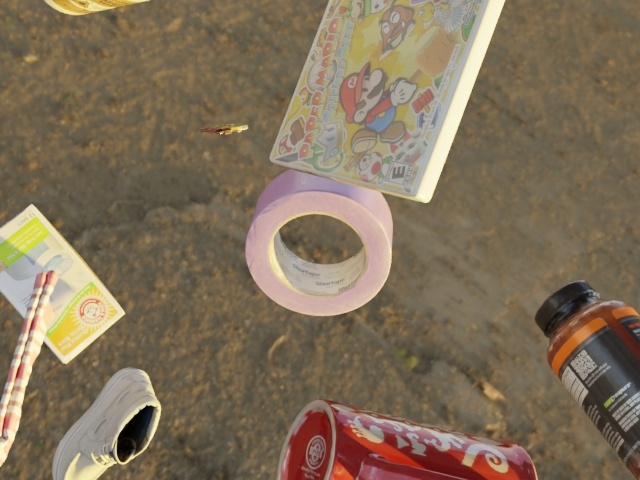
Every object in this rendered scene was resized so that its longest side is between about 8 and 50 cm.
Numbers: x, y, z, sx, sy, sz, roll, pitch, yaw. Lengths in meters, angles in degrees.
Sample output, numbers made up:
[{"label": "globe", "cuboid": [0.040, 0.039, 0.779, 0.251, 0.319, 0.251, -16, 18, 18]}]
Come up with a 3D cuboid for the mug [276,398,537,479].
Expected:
[{"label": "mug", "cuboid": [0.070, 0.174, 0.708, 0.169, 0.150, 0.113, 21, 46, -21]}]

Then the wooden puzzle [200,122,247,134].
[{"label": "wooden puzzle", "cuboid": [-0.140, -0.163, 1.393, 0.049, 0.006, 0.083, -17, 19, -38]}]

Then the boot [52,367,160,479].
[{"label": "boot", "cuboid": [-0.365, 0.346, 1.627, 0.095, 0.258, 0.123, 27, 9, -33]}]

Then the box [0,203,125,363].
[{"label": "box", "cuboid": [-0.385, 0.062, 1.365, 0.203, 0.114, 0.103, 51, -12, -7]}]

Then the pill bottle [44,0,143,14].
[{"label": "pill bottle", "cuboid": [-0.246, -0.355, 1.173, 0.229, 0.131, 0.131, 2, 10, 41]}]

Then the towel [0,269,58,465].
[{"label": "towel", "cuboid": [-0.320, 0.142, 1.037, 0.029, 0.144, 0.197, 15, 65, -13]}]

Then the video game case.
[{"label": "video game case", "cuboid": [0.060, -0.162, 0.924, 0.206, 0.226, 0.026, 18, -4, 45]}]

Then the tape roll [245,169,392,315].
[{"label": "tape roll", "cuboid": [0.000, 0.000, 1.254, 0.189, 0.189, 0.080, 26, 31, -10]}]

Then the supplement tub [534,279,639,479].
[{"label": "supplement tub", "cuboid": [0.299, 0.132, 0.955, 0.106, 0.106, 0.198, -1, 45, -40]}]
